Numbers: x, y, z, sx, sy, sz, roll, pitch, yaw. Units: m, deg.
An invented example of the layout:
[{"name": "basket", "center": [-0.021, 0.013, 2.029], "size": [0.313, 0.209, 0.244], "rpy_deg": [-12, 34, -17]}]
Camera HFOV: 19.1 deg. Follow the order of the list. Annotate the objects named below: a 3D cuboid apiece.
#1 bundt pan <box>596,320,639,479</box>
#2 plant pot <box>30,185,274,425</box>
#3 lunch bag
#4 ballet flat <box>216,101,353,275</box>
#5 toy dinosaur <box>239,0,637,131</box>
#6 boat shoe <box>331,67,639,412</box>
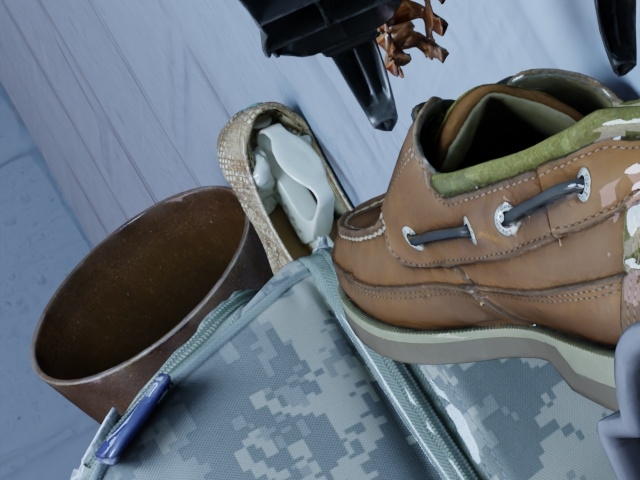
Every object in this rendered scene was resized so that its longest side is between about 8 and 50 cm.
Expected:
[{"name": "bundt pan", "center": [0.204, 0.130, 0.415], "size": [0.331, 0.124, 0.331], "rpy_deg": [59, 170, 17]}, {"name": "plant pot", "center": [-0.081, 0.110, 1.557], "size": [0.230, 0.215, 0.215], "rpy_deg": [51, 175, -28]}, {"name": "lunch bag", "center": [0.015, 0.140, 0.963], "size": [0.212, 0.256, 0.305], "rpy_deg": [57, 168, 20]}, {"name": "ballet flat", "center": [0.000, 0.000, 1.193], "size": [0.206, 0.073, 0.067], "rpy_deg": [56, 154, 11]}, {"name": "toy dinosaur", "center": [0.030, -0.162, 0.552], "size": [0.322, 0.164, 0.218], "rpy_deg": [46, -159, -53]}, {"name": "boat shoe", "center": [0.081, -0.015, 0.702], "size": [0.307, 0.111, 0.104], "rpy_deg": [5, 119, 66]}]
